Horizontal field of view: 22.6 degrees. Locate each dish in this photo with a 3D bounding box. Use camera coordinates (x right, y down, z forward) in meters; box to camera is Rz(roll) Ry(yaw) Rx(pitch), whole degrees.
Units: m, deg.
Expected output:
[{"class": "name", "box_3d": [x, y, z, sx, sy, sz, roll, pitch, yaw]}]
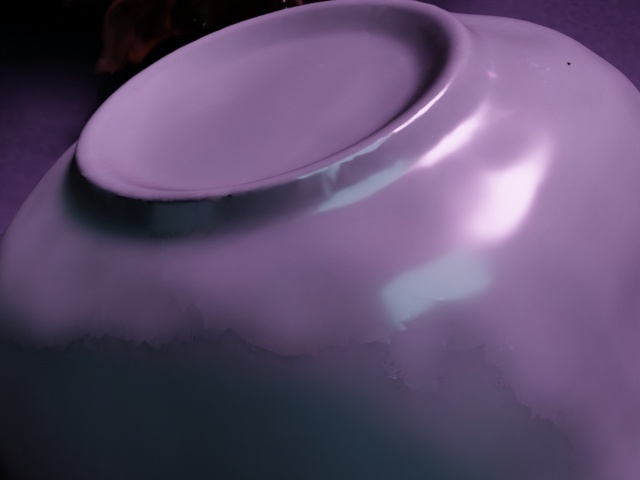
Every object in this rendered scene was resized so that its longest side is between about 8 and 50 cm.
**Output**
[{"class": "dish", "box_3d": [0.000, 0.000, 0.527, 0.256, 0.117, 0.256, -14, 31, 9]}]

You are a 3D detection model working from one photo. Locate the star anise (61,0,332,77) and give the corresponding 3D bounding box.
[{"class": "star anise", "box_3d": [-0.027, -0.188, 0.747, 0.346, 0.148, 0.237, -19, 57, -17]}]
